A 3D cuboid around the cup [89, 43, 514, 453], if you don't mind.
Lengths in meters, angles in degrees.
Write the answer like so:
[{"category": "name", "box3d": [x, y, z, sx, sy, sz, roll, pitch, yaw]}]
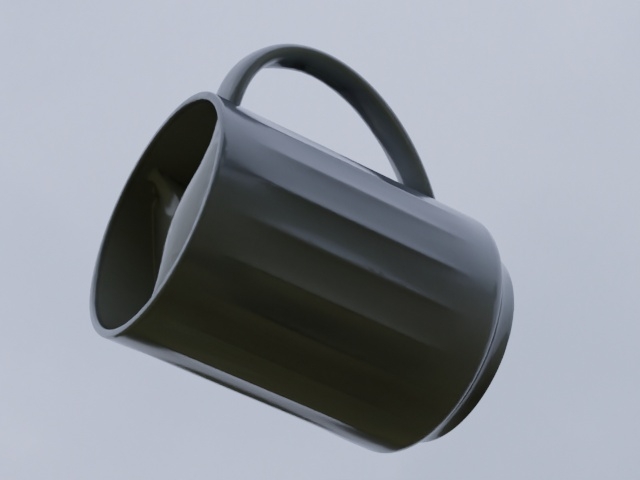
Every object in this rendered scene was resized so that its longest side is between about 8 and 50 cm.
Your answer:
[{"category": "cup", "box3d": [0.000, 0.000, 1.440, 0.326, 0.323, 0.237, 24, -16, -23]}]
